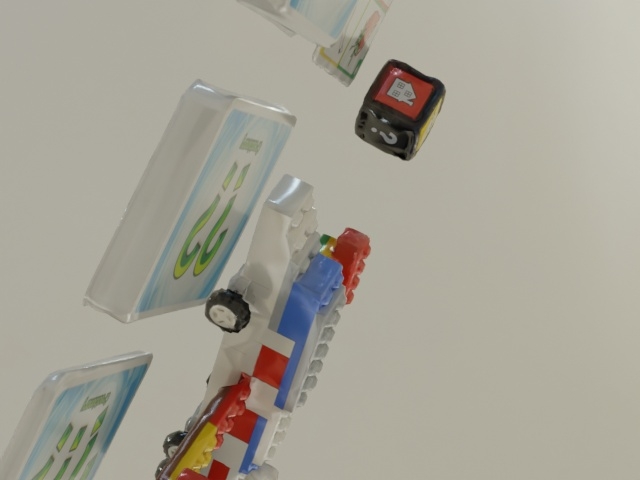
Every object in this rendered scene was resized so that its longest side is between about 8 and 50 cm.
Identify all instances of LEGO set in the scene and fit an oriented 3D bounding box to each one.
[{"bbox_3d":[0.000,0.000,0.466,0.060,0.182,0.244,27,-177,7],"label":"LEGO set"}]
